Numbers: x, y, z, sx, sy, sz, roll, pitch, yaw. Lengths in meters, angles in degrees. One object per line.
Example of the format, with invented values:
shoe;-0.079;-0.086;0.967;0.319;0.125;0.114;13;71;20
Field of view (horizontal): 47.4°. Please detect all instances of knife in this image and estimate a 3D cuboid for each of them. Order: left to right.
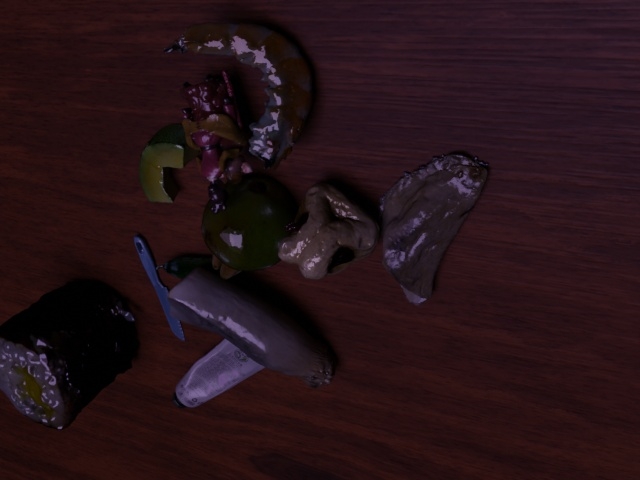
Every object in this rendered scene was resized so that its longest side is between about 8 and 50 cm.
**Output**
knife;-0.391;0.122;1.791;0.044;0.019;0.313;1;122;28

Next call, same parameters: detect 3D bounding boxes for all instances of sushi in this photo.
sushi;-0.653;0.277;1.865;0.281;0.294;0.299;23;128;21

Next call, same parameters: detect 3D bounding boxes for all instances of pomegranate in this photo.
pomegranate;-0.170;-0.018;1.468;0.241;0.159;0.190;-14;109;40

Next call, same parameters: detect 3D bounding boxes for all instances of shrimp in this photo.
shrimp;-0.113;-0.281;1.277;0.185;0.068;0.287;-40;110;7

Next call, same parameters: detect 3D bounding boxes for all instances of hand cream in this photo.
hand cream;-0.263;0.334;1.826;0.121;0.076;0.336;45;126;-9

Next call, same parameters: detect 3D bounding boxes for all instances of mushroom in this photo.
mushroom;-0.142;0.197;1.590;0.397;0.126;0.177;28;152;3

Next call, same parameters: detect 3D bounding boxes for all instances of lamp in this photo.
lamp;-0.189;-0.183;1.376;0.118;0.118;0.253;-8;100;35

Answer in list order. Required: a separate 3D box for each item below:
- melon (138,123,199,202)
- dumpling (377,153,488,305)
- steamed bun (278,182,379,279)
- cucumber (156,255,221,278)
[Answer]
melon;-0.327;-0.160;1.537;0.118;0.064;0.209;27;133;7
dumpling;0.167;-0.022;1.312;0.166;0.086;0.332;26;125;11
steamed bun;0.000;0.000;1.358;0.172;0.155;0.141;41;151;8
cucumber;-0.271;0.062;1.653;0.250;0.056;0.056;-1;119;30
